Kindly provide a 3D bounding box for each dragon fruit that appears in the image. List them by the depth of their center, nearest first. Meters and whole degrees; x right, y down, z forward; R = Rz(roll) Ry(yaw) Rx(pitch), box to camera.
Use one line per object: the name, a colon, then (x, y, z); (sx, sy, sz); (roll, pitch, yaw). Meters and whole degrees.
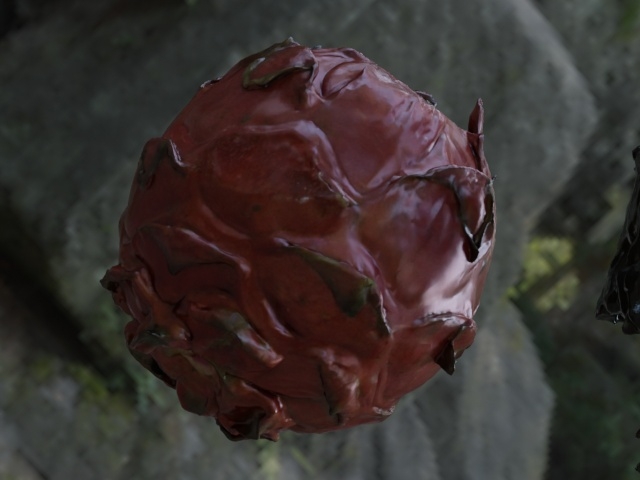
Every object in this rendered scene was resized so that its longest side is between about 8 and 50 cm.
dragon fruit: (-0.009, 0.003, 1.165); (0.241, 0.252, 0.241); (11, -6, 1)

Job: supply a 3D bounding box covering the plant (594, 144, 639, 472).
plant: (0.227, 0.038, 1.068); (0.131, 0.203, 0.142); (5, -13, -6)
